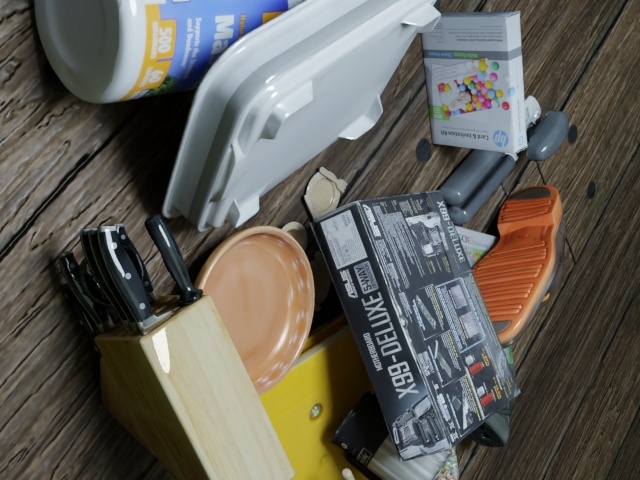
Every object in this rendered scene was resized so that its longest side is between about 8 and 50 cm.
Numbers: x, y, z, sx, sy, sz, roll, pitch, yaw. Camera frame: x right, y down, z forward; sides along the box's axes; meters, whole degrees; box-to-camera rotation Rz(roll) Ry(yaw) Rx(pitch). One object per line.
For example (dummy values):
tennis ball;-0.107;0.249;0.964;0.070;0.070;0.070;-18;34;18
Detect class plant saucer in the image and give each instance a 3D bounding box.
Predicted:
plant saucer;-0.083;0.081;0.941;0.200;0.037;0.200;-13;107;-49

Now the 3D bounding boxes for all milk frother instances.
milk frother;0.107;0.254;1.079;0.143;0.134;0.129;-49;165;-22

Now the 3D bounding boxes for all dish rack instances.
dish rack;-0.007;-0.145;0.848;0.333;0.072;0.285;-39;171;-33

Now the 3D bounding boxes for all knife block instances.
knife block;-0.135;0.109;0.782;0.088;0.275;0.242;-34;153;-37

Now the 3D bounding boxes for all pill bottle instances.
pill bottle;-0.113;-0.222;0.780;0.272;0.152;0.152;-20;114;-43

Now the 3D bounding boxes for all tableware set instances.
tableware set;0.000;0.000;1.057;0.169;0.020;0.141;-56;134;-21

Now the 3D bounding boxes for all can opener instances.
can opener;0.296;-0.130;1.290;0.283;0.095;0.076;-46;129;-31

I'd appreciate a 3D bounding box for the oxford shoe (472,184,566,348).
oxford shoe;0.327;0.059;1.284;0.364;0.130;0.133;-54;126;-44

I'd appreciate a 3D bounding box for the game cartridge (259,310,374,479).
game cartridge;-0.012;0.288;1.098;0.285;0.052;0.324;-28;121;-40

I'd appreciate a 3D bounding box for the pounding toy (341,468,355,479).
pounding toy;-0.012;0.363;1.018;0.206;0.094;0.181;-1;97;-57

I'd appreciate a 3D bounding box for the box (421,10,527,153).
box;0.213;-0.221;1.141;0.038;0.145;0.186;-29;120;-37

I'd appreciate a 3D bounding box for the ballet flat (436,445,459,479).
ballet flat;0.170;0.319;1.279;0.077;0.091;0.241;-18;110;-20

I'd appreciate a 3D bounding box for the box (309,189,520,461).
box;0.131;0.092;1.051;0.242;0.076;0.307;-12;80;-57

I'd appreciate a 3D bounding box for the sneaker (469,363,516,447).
sneaker;0.250;0.224;1.342;0.227;0.087;0.130;50;45;-29

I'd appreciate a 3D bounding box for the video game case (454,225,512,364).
video game case;0.237;0.086;1.282;0.193;0.023;0.212;11;71;-48
